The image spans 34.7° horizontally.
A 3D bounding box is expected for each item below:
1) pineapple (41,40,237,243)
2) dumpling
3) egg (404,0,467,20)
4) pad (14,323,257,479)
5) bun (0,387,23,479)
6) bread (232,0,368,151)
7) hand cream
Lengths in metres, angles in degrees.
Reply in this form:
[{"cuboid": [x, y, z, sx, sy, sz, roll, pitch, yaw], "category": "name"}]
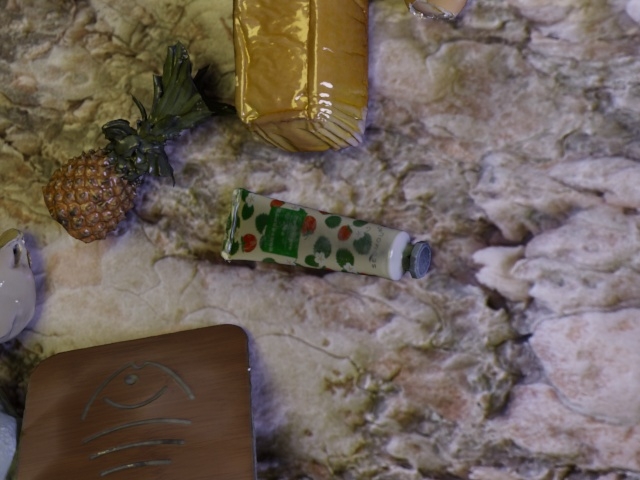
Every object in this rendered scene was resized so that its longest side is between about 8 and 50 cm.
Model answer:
[{"cuboid": [-0.235, -0.122, 1.319, 0.277, 0.119, 0.130, -41, 29, 15], "category": "pineapple"}, {"cuboid": [-0.462, 0.078, 1.406, 0.136, 0.118, 0.199, -9, 56, 37], "category": "dumpling"}, {"cuboid": [0.136, -0.302, 1.181, 0.080, 0.080, 0.096, 13, 85, 23], "category": "egg"}, {"cuboid": [-0.219, 0.226, 1.215, 0.286, 0.018, 0.284, -9, 46, 2], "category": "pad"}, {"cuboid": [-0.466, 0.333, 1.336, 0.354, 0.194, 0.354, 15, 112, 41], "category": "bun"}, {"cuboid": [-0.020, -0.251, 1.224, 0.152, 0.119, 0.288, -2, 86, 26], "category": "bread"}, {"cuboid": [0.000, 0.000, 1.241, 0.276, 0.059, 0.095, 10, 90, 28], "category": "hand cream"}]
